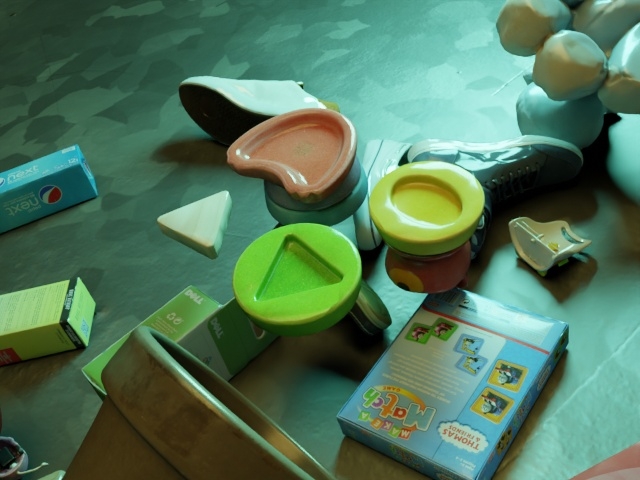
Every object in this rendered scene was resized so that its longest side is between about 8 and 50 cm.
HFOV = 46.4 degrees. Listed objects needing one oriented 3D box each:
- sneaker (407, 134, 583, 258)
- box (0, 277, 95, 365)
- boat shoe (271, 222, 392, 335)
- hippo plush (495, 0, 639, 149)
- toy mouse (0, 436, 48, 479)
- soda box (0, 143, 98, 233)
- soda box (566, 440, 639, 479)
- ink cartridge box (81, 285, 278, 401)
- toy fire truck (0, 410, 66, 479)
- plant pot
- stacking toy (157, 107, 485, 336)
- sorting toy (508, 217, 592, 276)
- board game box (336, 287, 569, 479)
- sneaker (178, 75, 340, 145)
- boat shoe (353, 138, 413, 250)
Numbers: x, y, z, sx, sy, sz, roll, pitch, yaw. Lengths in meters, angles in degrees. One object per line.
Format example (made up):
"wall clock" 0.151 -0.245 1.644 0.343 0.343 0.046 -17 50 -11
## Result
"sneaker" 0.229 -0.053 0.952 0.227 0.086 0.163 -2 51 4
"box" -0.424 0.119 0.989 0.233 0.058 0.087 -13 40 3
"boat shoe" 0.002 0.049 0.920 0.073 0.080 0.223 -46 51 5
"hippo plush" 0.330 -0.251 1.000 0.235 0.236 0.294 27 66 4
"toy mouse" -0.382 0.261 0.834 0.161 0.031 0.143 -23 41 -9
"soda box" -0.479 -0.077 1.219 0.210 0.071 0.067 -22 40 -6
"soda box" 0.273 0.227 0.614 0.263 0.083 0.092 -25 41 -9
"ink cartridge box" -0.151 0.127 0.849 0.209 0.108 0.062 -40 46 -25
"toy fire truck" -0.373 0.223 0.759 0.247 0.158 0.217 15 47 -6
"plant pot" -0.127 0.239 0.634 0.263 0.263 0.229 31 76 41
"stacking toy" 0.000 0.000 0.852 0.280 0.130 0.309 -38 51 -21
"sorting toy" 0.282 0.002 0.901 0.075 0.044 0.083 -21 39 -16
"board game box" 0.142 0.145 0.784 0.160 0.039 0.211 18 50 34
"sneaker" -0.099 -0.218 1.241 0.290 0.105 0.123 22 46 25
"boat shoe" 0.092 -0.075 1.016 0.076 0.083 0.226 -5 41 15
